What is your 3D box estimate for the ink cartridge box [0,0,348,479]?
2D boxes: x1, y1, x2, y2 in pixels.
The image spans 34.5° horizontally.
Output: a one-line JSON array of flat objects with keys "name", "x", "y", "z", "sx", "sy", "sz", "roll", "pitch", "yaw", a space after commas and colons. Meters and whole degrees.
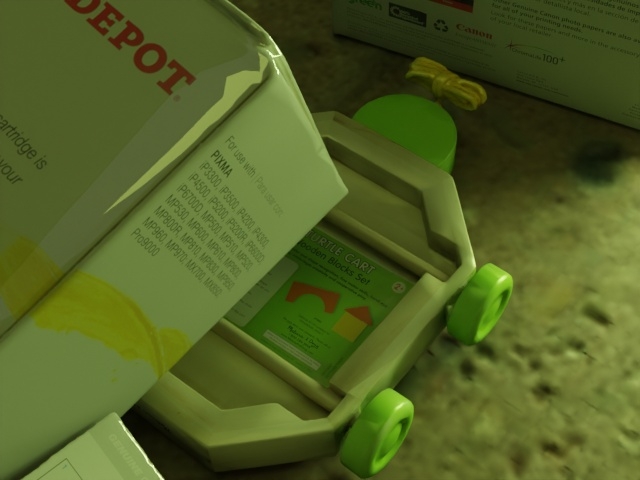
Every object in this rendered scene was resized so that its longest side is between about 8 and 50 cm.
[{"name": "ink cartridge box", "x": -0.217, "y": -0.010, "z": 0.626, "sx": 0.384, "sy": 0.160, "sz": 0.279, "roll": -45, "pitch": 62, "yaw": -5}]

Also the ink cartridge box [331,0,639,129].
[{"name": "ink cartridge box", "x": 0.168, "y": -0.250, "z": 0.776, "sx": 0.309, "sy": 0.272, "sz": 0.130, "roll": 22, "pitch": 58, "yaw": 17}]

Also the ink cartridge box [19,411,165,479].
[{"name": "ink cartridge box", "x": -0.150, "y": 0.227, "z": 0.546, "sx": 0.224, "sy": 0.056, "sz": 0.181, "roll": -35, "pitch": 87, "yaw": -42}]

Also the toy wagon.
[{"name": "toy wagon", "x": 0.000, "y": 0.000, "z": 0.729, "sx": 0.267, "sy": 0.068, "sz": 0.344, "roll": 32, "pitch": 61, "yaw": 23}]
